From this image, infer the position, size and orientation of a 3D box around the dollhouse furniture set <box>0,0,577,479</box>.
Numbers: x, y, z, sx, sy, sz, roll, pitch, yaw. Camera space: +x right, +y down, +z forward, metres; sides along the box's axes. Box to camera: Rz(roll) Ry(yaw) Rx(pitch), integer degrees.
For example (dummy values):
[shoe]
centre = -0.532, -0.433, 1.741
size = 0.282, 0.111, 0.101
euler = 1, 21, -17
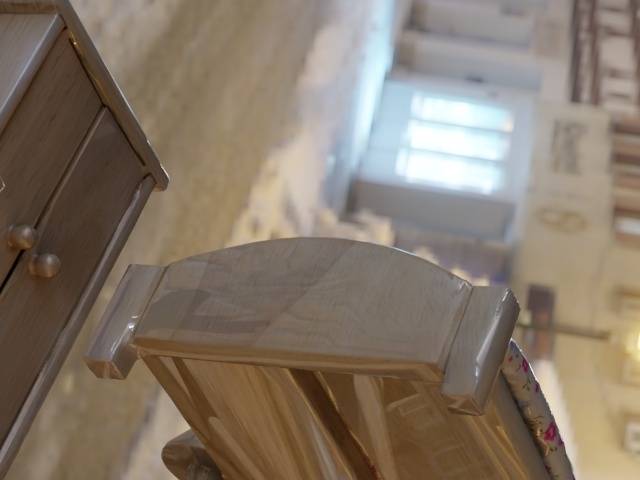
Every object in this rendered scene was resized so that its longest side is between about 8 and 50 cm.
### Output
[dollhouse furniture set]
centre = 0.000, 0.000, 0.661
size = 0.174, 0.355, 0.303
euler = -67, 147, -32
